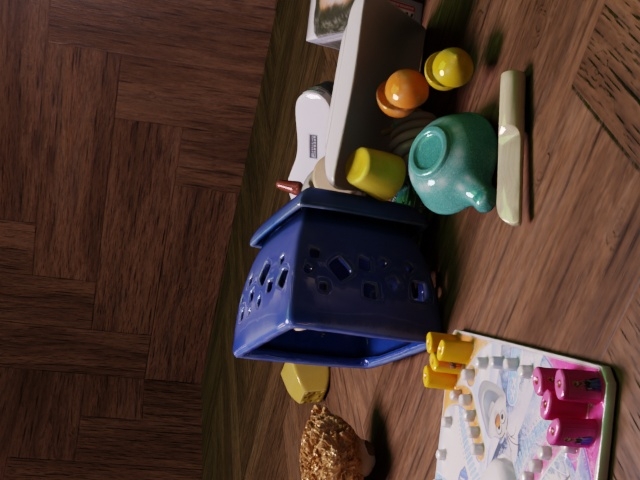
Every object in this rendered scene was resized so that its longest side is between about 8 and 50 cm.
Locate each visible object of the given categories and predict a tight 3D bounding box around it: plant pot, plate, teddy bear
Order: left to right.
[{"bbox_3d":[-0.025,0.277,1.844,0.081,0.081,0.083,110,151,-47],"label":"plant pot"},{"bbox_3d":[0.021,0.056,1.322,0.236,0.236,0.212,145,131,-60],"label":"plant pot"},{"bbox_3d":[0.024,0.428,1.484,0.245,0.113,0.338,-37,-46,-78],"label":"teddy bear"},{"bbox_3d":[0.076,-0.208,1.367,0.277,0.045,0.278,0,-80,-68],"label":"plate"}]

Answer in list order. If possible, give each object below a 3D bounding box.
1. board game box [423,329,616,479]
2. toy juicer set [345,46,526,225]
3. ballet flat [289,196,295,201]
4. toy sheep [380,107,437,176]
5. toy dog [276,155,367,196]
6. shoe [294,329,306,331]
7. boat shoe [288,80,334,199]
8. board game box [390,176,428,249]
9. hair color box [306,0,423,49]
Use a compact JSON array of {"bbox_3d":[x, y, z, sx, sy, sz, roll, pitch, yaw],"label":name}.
[{"bbox_3d":[0.174,0.303,0.985,0.390,0.050,0.390,179,98,-78],"label":"board game box"},{"bbox_3d":[0.176,-0.134,1.163,0.329,0.089,0.209,17,89,54],"label":"toy juicer set"},{"bbox_3d":[0.006,0.012,1.818,0.106,0.107,0.316,117,147,-47],"label":"ballet flat"},{"bbox_3d":[0.137,-0.134,1.316,0.091,0.091,0.132,125,136,-65],"label":"toy sheep"},{"bbox_3d":[0.000,0.000,1.622,0.220,0.161,0.334,69,-159,-59],"label":"toy dog"},{"bbox_3d":[-0.044,0.078,1.682,0.076,0.058,0.219,-46,-52,-42],"label":"shoe"},{"bbox_3d":[-0.001,-0.191,1.963,0.102,0.108,0.301,-47,-36,-52],"label":"boat shoe"},{"bbox_3d":[0.130,-0.029,1.422,0.126,0.026,0.186,-124,43,-72],"label":"board game box"},{"bbox_3d":[0.089,-0.518,1.556,0.185,0.113,0.374,7,90,58],"label":"hair color box"}]
